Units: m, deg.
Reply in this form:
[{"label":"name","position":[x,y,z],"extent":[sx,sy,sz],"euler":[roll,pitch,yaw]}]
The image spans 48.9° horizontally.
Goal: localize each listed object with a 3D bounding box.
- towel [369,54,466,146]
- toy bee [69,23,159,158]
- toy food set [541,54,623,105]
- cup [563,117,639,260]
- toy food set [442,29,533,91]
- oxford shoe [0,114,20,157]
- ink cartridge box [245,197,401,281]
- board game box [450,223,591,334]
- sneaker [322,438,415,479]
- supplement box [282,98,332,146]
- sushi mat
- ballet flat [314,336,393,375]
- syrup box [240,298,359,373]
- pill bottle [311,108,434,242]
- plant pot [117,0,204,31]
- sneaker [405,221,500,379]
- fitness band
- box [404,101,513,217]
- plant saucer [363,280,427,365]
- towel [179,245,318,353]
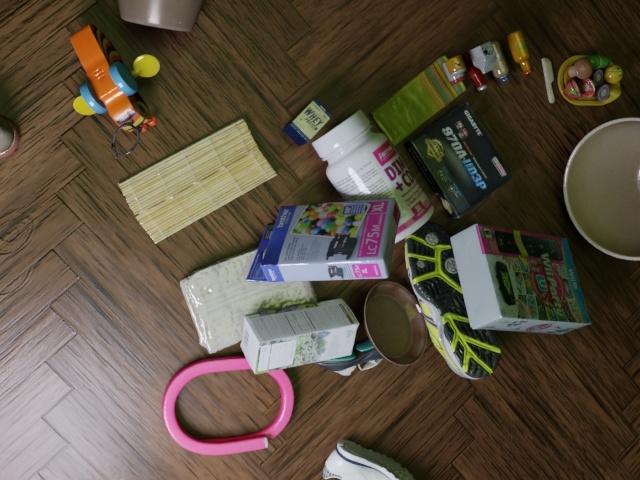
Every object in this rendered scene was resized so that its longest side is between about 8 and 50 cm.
[{"label":"towel","position":[0.234,-0.332,1.670],"extent":[0.237,0.021,0.102],"euler":[-39,99,-11]},{"label":"toy bee","position":[-0.419,-0.288,1.457],"extent":[0.195,0.162,0.298],"euler":[-7,78,16]},{"label":"toy food set","position":[0.670,-0.405,1.755],"extent":[0.218,0.071,0.128],"euler":[-4,92,-14]},{"label":"cup","position":[0.797,-0.136,1.691],"extent":[0.237,0.331,0.331],"euler":[-13,94,-39]},{"label":"toy food set","position":[0.386,-0.404,1.657],"extent":[0.232,0.111,0.104],"euler":[-28,98,-28]},{"label":"oxford shoe","position":[-0.773,-0.241,1.357],"extent":[0.348,0.130,0.123],"euler":[6,89,-14]},{"label":"ink cartridge box","position":[0.000,0.000,1.466],"extent":[0.311,0.186,0.065],"euler":[-5,133,21]},{"label":"board game box","position":[0.458,0.093,1.609],"extent":[0.303,0.097,0.224],"euler":[8,63,-34]},{"label":"sneaker","position":[0.119,0.547,1.627],"extent":[0.235,0.090,0.095],"euler":[29,96,-9]},{"label":"supplement box","position":[-0.030,-0.263,1.571],"extent":[0.056,0.083,0.083],"euler":[45,79,-12]},{"label":"sushi mat","position":[-0.267,-0.133,1.545],"extent":[0.316,0.019,0.151],"euler":[-31,99,-12]},{"label":"ballet flat","position":[0.078,0.272,1.613],"extent":[0.203,0.074,0.074],"euler":[-13,94,-20]},{"label":"syrup box","position":[-0.044,0.206,1.532],"extent":[0.237,0.096,0.093],"euler":[-8,128,-25]},{"label":"pill bottle","position":[0.114,-0.139,1.569],"extent":[0.160,0.160,0.283],"euler":[-38,99,-11]},{"label":"plant pot","position":[-0.322,-0.554,1.433],"extent":[0.263,0.263,0.229],"euler":[6,108,-14]},{"label":"sneaker","position":[0.277,0.142,1.632],"extent":[0.145,0.147,0.385],"euler":[-13,75,-16]},{"label":"fitness band","position":[-0.200,0.361,1.550],"extent":[0.291,0.054,0.209],"euler":[-3,91,-15]},{"label":"box","position":[0.329,-0.190,1.680],"extent":[0.175,0.051,0.220],"euler":[-35,98,-12]},{"label":"plant saucer","position":[0.165,0.193,1.614],"extent":[0.198,0.036,0.198],"euler":[19,58,-33]},{"label":"towel","position":[-0.155,0.119,1.563],"extent":[0.282,0.049,0.187],"euler":[-20,97,-14]}]
